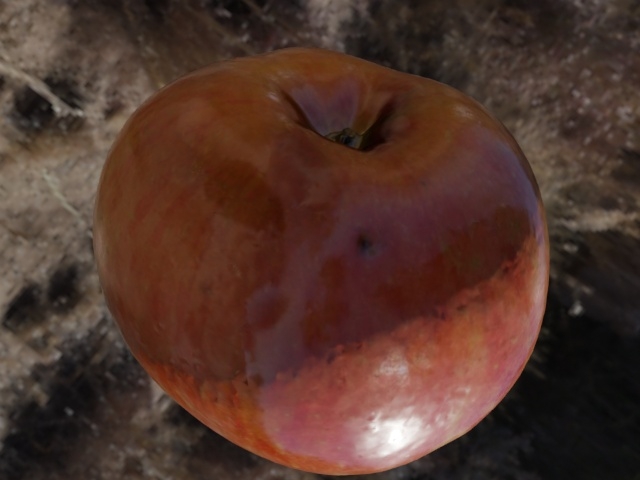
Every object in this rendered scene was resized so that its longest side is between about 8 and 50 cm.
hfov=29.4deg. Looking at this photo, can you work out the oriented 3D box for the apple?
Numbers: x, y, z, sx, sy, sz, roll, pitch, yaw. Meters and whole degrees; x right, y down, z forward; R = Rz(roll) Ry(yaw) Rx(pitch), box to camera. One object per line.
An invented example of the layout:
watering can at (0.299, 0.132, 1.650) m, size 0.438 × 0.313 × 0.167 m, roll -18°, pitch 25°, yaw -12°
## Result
apple at (0.000, 0.000, 0.562) m, size 0.209 × 0.209 × 0.164 m, roll -44°, pitch 149°, yaw -42°
